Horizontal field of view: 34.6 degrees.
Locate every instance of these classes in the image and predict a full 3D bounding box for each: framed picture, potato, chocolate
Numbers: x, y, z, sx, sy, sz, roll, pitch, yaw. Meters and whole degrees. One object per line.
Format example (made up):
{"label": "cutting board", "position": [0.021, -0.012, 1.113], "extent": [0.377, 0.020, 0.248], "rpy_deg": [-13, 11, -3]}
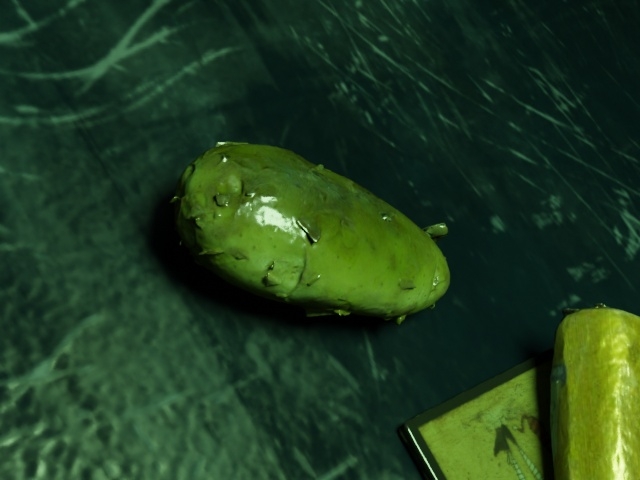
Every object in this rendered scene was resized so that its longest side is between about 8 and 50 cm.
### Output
{"label": "framed picture", "position": [0.230, 0.240, 0.756], "extent": [0.255, 0.014, 0.338], "rpy_deg": [-17, 71, -38]}
{"label": "potato", "position": [0.000, 0.000, 0.720], "extent": [0.226, 0.090, 0.117], "rpy_deg": [18, 47, -30]}
{"label": "chocolate", "position": [0.205, 0.157, 0.735], "extent": [0.086, 0.085, 0.219], "rpy_deg": [20, 56, -19]}
